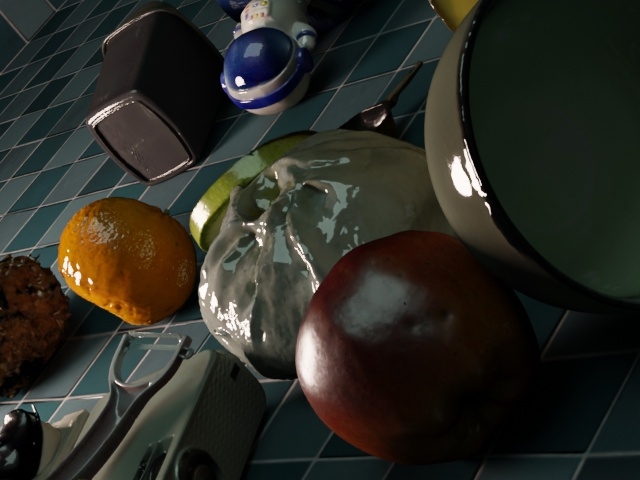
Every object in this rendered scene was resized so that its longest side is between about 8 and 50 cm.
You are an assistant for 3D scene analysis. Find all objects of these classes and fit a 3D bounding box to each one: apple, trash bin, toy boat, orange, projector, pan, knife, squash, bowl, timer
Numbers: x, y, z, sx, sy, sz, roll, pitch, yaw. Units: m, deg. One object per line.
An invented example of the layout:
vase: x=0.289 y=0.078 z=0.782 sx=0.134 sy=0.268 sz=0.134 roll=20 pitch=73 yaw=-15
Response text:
apple: x=0.090 y=0.106 z=1.583 sx=0.234 sy=0.234 sz=0.234 roll=-32 pitch=25 yaw=17
trash bin: x=-0.265 y=-0.250 z=2.735 sx=0.182 sy=0.209 sz=0.290 roll=-24 pitch=33 yaw=28
toy boat: x=-0.385 y=0.302 z=2.032 sx=0.141 sy=0.141 sz=0.269 roll=-22 pitch=15 yaw=35
orange: x=-0.260 y=0.023 z=2.251 sx=0.193 sy=0.193 sz=0.161 roll=11 pitch=71 yaw=61
projector: x=-0.183 y=0.255 z=1.843 sx=0.198 sy=0.108 sz=0.250 roll=-26 pitch=26 yaw=31
pan: x=0.080 y=-0.151 z=2.235 sx=0.202 sy=0.048 sz=0.128 roll=-37 pitch=21 yaw=6
knife: x=-0.238 y=0.212 z=1.796 sx=0.123 sy=0.053 sz=0.278 roll=-6 pitch=40 yaw=45
squash: x=-0.065 y=-0.054 z=2.133 sx=0.219 sy=0.219 sz=0.041 roll=-37 pitch=67 yaw=7
bowl: x=0.236 y=-0.085 z=1.568 sx=0.354 sy=0.354 sz=0.185 roll=-54 pitch=12 yaw=-29
timer: x=-0.067 y=-0.361 z=2.635 sx=0.270 sy=0.270 sz=0.383 roll=-23 pitch=43 yaw=33

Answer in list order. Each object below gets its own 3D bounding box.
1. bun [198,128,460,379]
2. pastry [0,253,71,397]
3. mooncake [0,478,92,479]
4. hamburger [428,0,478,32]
bun: x=0.005 y=-0.003 z=1.909 sx=0.354 sy=0.194 sz=0.354 roll=-34 pitch=25 yaw=18
pastry: x=-0.500 y=0.126 z=2.426 sx=0.275 sy=0.193 sz=0.275 roll=-33 pitch=26 yaw=18
mooncake: x=-0.356 y=0.339 z=1.592 sx=0.393 sy=0.394 sz=0.246 roll=-39 pitch=18 yaw=40
hamburger: x=0.285 y=-0.306 z=1.796 sx=0.277 sy=0.396 sz=0.396 roll=-39 pitch=23 yaw=17
